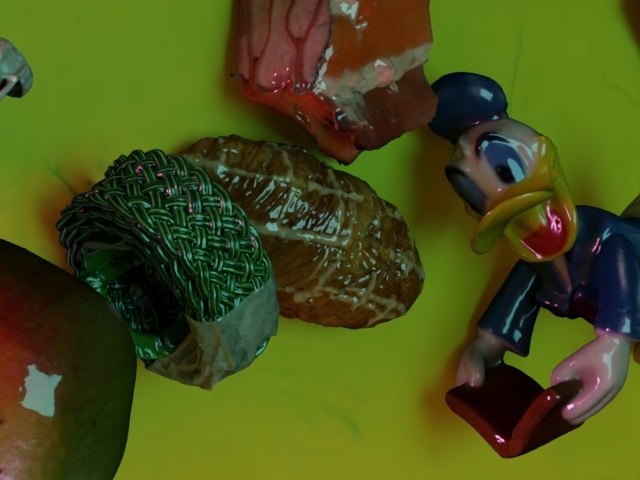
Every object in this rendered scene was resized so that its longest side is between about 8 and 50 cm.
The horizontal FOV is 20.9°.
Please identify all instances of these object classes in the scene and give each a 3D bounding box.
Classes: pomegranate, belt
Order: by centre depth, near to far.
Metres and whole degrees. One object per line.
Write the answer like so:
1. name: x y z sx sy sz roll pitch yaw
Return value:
1. pomegranate: -0.175 0.078 0.933 0.209 0.180 0.180 -27 113 -70
2. belt: -0.093 0.025 1.024 0.079 0.121 0.151 -50 128 -32

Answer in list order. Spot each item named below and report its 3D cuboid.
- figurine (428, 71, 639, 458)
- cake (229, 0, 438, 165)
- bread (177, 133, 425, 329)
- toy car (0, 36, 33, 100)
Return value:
1. figurine: 0.170 0.019 1.277 0.338 0.204 0.283 49 67 -19
2. cake: 0.005 -0.188 1.120 0.135 0.098 0.287 -14 101 -44
3. bread: 0.000 0.000 1.143 0.233 0.076 0.105 31 69 -38
4. toy car: -0.207 -0.049 0.862 0.056 0.205 0.095 44 59 -12
